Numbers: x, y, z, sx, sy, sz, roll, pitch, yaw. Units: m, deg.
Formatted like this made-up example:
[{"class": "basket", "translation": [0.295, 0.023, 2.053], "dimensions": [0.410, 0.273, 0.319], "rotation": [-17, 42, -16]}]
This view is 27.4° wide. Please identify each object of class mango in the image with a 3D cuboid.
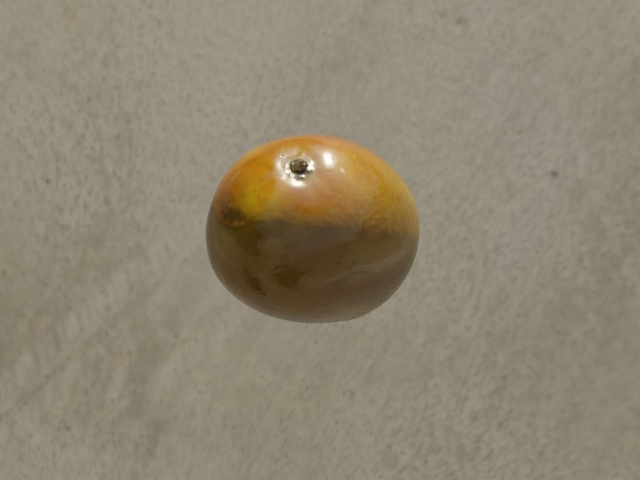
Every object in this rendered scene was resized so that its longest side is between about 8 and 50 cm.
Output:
[{"class": "mango", "translation": [0.003, -0.004, 1.011], "dimensions": [0.151, 0.221, 0.120], "rotation": [-40, 61, 17]}]
